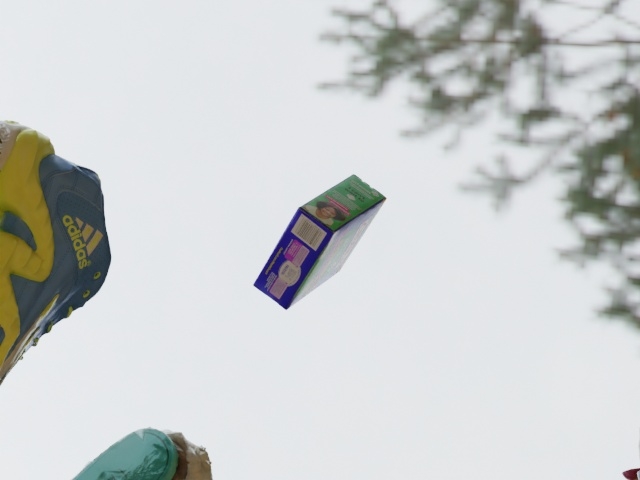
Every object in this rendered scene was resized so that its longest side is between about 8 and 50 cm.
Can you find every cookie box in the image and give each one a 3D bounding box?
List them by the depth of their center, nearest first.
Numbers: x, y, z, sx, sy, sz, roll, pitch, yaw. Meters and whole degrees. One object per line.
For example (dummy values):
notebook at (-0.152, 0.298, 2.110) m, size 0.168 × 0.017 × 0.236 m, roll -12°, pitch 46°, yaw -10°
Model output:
cookie box at (0.000, 0.000, 1.590) m, size 0.092 × 0.040 × 0.107 m, roll -58°, pitch -12°, yaw 30°

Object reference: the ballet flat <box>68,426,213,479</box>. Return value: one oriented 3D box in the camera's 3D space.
ballet flat at (-0.244, 0.312, 1.508) m, size 0.409 × 0.147 × 0.147 m, roll -33°, pitch -58°, yaw -5°

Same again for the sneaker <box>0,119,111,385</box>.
sneaker at (-0.199, 0.047, 1.235) m, size 0.126 × 0.091 × 0.240 m, roll 17°, pitch -94°, yaw -41°

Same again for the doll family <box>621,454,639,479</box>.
doll family at (0.324, 0.245, 1.535) m, size 0.118 × 0.263 × 0.163 m, roll 8°, pitch -114°, yaw -39°

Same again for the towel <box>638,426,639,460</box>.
towel at (0.516, 0.311, 1.927) m, size 0.320 × 0.374 × 0.090 m, roll 8°, pitch -61°, yaw -5°
